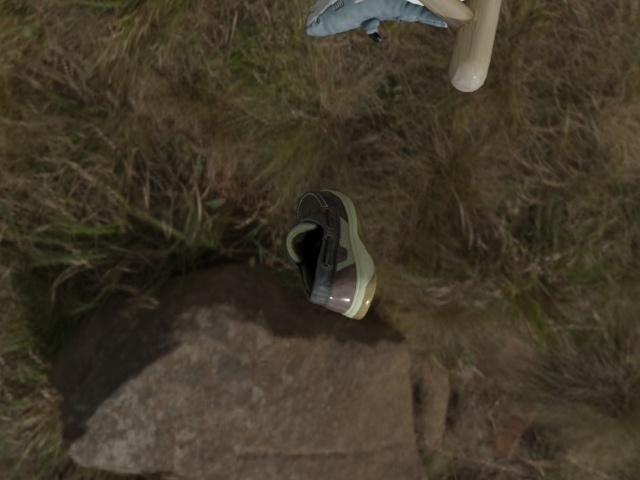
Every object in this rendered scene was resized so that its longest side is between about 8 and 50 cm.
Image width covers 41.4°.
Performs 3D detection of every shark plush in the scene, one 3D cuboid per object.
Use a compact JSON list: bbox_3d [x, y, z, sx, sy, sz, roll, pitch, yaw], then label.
[{"bbox_3d":[0.064,-0.245,0.930,0.161,0.073,0.067,15,84,13],"label":"shark plush"}]

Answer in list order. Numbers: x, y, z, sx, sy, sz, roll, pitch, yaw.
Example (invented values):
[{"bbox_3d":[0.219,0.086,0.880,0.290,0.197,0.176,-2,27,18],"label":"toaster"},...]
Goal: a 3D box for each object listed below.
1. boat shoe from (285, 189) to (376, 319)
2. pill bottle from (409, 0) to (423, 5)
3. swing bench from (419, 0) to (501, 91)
[{"bbox_3d":[0.000,0.001,0.916,0.073,0.223,0.080,15,116,-22],"label":"boat shoe"},{"bbox_3d":[0.072,-0.370,0.795,0.181,0.323,0.181,-11,144,-8],"label":"pill bottle"},{"bbox_3d":[0.121,-0.244,0.358,0.165,0.255,0.253,39,148,-5],"label":"swing bench"}]
